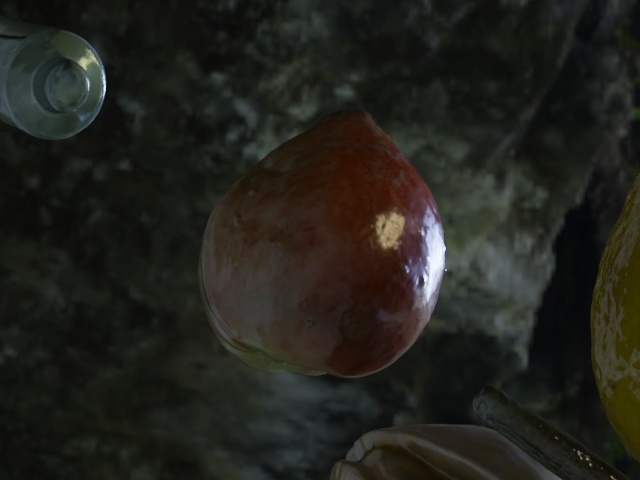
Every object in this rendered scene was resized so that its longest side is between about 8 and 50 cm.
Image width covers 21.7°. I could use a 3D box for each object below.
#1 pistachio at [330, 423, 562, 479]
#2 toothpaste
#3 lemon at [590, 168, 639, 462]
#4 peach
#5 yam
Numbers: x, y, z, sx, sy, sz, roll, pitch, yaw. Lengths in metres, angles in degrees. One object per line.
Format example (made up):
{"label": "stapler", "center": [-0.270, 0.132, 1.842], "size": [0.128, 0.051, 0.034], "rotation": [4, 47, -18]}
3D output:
{"label": "pistachio", "center": [0.109, 0.255, 1.357], "size": [0.238, 0.229, 0.321], "rotation": [44, -14, -3]}
{"label": "toothpaste", "center": [-0.197, -0.104, 1.082], "size": [0.061, 0.099, 0.392], "rotation": [-1, 7, -18]}
{"label": "lemon", "center": [0.359, 0.055, 1.260], "size": [0.336, 0.336, 0.336], "rotation": [5, -38, 4]}
{"label": "peach", "center": [0.000, 0.000, 1.364], "size": [0.232, 0.232, 0.232], "rotation": [5, -38, 4]}
{"label": "yam", "center": [0.121, 0.106, 0.792], "size": [0.116, 0.021, 0.021], "rotation": [35, -43, -3]}
